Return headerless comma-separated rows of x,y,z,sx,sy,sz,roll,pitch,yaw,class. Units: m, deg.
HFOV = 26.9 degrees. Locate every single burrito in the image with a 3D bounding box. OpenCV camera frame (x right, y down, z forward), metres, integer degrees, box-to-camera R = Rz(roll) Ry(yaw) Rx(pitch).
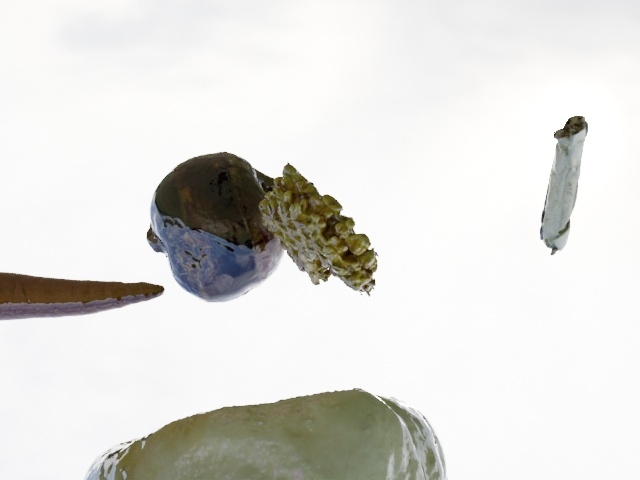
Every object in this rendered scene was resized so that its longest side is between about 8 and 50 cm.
0.303,-0.067,1.659,0.041,0.185,0.045,-18,-139,-28,burrito

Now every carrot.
-0.349,0.069,1.624,0.336,0.069,0.069,0,-156,10,carrot

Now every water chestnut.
-0.132,-0.020,1.972,0.238,0.223,0.223,-19,-151,-14,water chestnut

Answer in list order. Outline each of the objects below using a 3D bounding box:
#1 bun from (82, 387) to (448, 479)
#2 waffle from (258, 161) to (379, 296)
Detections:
-0.046,0.268,1.289,0.365,0.219,0.365,-8,168,-2,bun
0.000,0.000,1.778,0.070,0.193,0.197,-42,-101,-15,waffle
